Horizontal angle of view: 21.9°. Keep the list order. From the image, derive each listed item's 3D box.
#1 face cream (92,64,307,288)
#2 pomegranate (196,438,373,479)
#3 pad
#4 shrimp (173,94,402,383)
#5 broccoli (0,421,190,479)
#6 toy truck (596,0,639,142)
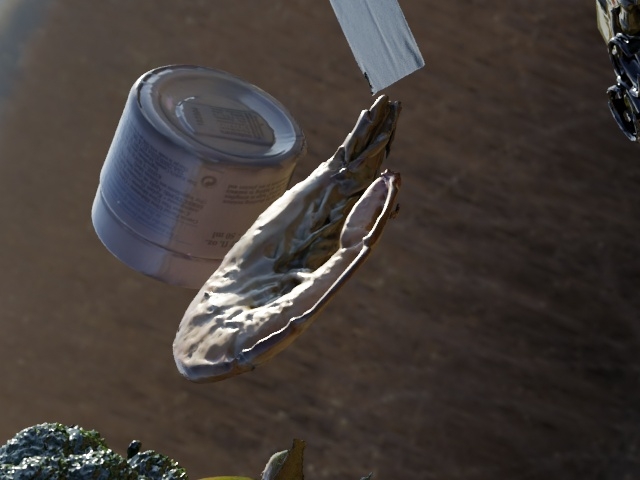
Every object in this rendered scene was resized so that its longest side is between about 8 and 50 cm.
[{"bbox_3d":[-0.119,-0.064,1.605,0.177,0.177,0.153,-85,17,-54],"label":"face cream"},{"bbox_3d":[-0.052,0.261,1.171,0.221,0.221,0.257,-104,38,-70],"label":"pomegranate"},{"bbox_3d":[0.048,-0.200,1.540,0.004,0.116,0.193,-25,2,-12],"label":"pad"},{"bbox_3d":[-0.003,-0.003,0.996,0.236,0.053,0.133,-50,14,-28],"label":"shrimp"},{"bbox_3d":[-0.241,0.325,1.615,0.304,0.321,0.283,-43,-33,-7],"label":"broccoli"},{"bbox_3d":[0.246,-0.191,1.147,0.257,0.127,0.127,71,174,-61],"label":"toy truck"}]
